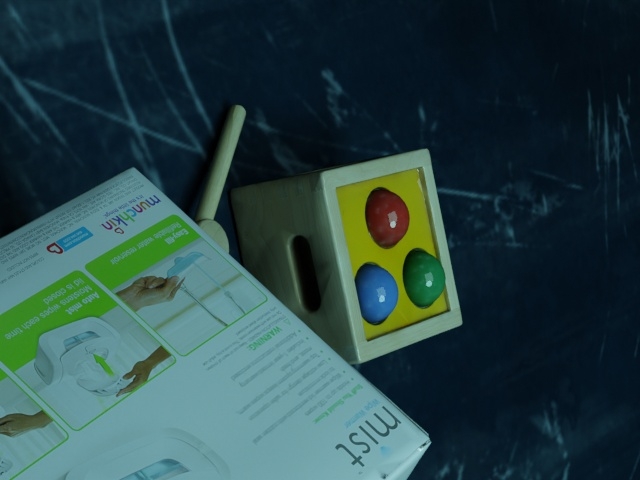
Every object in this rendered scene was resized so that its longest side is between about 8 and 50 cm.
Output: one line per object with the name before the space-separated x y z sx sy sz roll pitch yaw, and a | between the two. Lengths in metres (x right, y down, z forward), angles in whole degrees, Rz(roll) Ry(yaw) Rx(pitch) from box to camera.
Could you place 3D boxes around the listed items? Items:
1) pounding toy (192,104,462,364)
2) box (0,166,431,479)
pounding toy | -0.005 -0.008 1.133 0.206 0.094 0.181 -16 95 -52
box | -0.113 0.115 0.861 0.231 0.127 0.262 42 40 11
